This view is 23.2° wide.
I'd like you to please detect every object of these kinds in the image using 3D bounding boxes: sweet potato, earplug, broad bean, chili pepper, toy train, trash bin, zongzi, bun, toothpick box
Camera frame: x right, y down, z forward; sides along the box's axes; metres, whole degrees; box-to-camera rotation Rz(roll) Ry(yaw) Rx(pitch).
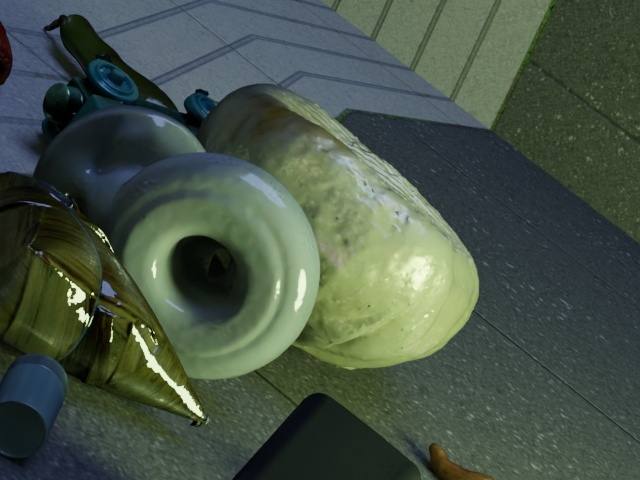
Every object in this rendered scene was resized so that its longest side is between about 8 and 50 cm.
[{"bbox_3d":[0.177,0.270,1.614,0.179,0.044,0.044,42,18,19],"label":"sweet potato"},{"bbox_3d":[-0.140,-0.009,1.493,0.325,0.214,0.175,38,16,32],"label":"earplug"},{"bbox_3d":[-0.265,-0.213,2.015,0.325,0.067,0.075,48,1,26],"label":"broad bean"},{"bbox_3d":[-0.400,-0.234,1.828,0.073,0.070,0.123,4,34,-29],"label":"chili pepper"},{"bbox_3d":[-0.182,-0.094,1.795,0.298,0.120,0.194,14,34,-49],"label":"toy train"},{"bbox_3d":[-0.038,0.230,1.127,0.115,0.165,0.225,38,20,7],"label":"trash bin"},{"bbox_3d":[-0.206,0.047,1.394,0.242,0.112,0.221,35,15,-29],"label":"zongzi"},{"bbox_3d":[0.000,0.000,1.677,0.365,0.219,0.365,43,6,-5],"label":"bun"},{"bbox_3d":[-0.229,0.128,1.218,0.052,0.052,0.083,32,19,-10],"label":"toothpick box"}]
